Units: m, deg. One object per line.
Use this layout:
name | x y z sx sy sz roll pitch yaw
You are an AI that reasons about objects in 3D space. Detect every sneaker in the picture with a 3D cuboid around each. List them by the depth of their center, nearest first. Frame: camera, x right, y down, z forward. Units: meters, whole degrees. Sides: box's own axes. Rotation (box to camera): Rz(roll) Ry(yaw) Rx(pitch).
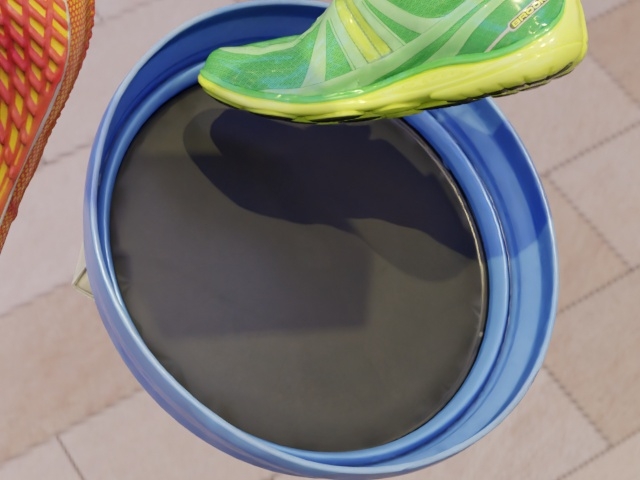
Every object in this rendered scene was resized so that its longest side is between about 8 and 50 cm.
sneaker | -0.116 -0.021 0.500 0.064 0.175 0.067 34 25 -9
sneaker | 0.050 -0.154 1.168 0.296 0.109 0.123 -8 89 21

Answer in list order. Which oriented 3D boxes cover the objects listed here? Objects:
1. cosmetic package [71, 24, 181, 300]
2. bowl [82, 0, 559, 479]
cosmetic package | -0.118 -0.052 1.471 0.153 0.129 0.296 30 33 -21
bowl | 0.000 0.000 1.227 0.391 0.077 0.391 10 64 -21
